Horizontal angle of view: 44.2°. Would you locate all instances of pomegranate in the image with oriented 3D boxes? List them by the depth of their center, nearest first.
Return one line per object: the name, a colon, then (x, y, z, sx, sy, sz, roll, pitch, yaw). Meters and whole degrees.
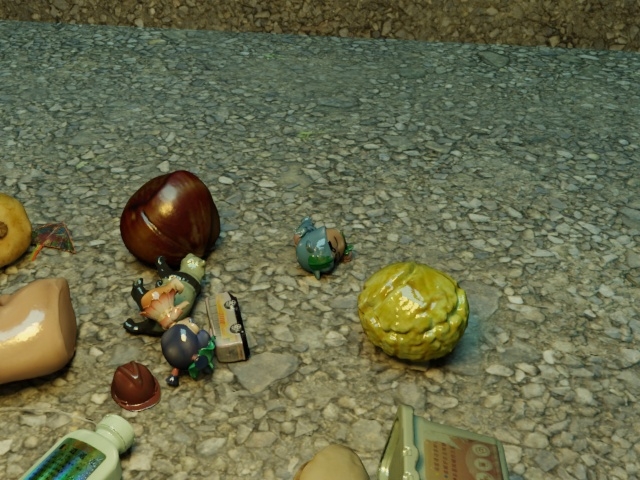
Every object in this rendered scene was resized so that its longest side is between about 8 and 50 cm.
pomegranate: (-0.740, -0.024, 1.764, 0.196, 0.196, 0.196, 1, 35, -1)

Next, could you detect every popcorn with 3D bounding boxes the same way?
popcorn: (0.182, 0.140, 1.563, 0.221, 0.183, 0.204, 25, 47, 28)

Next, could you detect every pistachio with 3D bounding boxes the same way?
pistachio: (0.013, 0.404, 1.210, 0.144, 0.144, 0.215, 4, 23, 4)

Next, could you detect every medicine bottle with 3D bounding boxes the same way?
medicine bottle: (-0.397, 0.379, 1.278, 0.121, 0.083, 0.229, 16, 39, 23)

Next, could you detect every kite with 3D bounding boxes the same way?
kite: (-0.655, 0.001, 1.877, 0.190, 0.010, 0.159, 9, 37, 14)

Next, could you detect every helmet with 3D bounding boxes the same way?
helmet: (-0.347, 0.261, 1.473, 0.089, 0.057, 0.111, -21, 40, -32)

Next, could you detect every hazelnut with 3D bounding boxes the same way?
hazelnut: (-0.339, -0.038, 1.796, 0.229, 0.229, 0.229, 1, 35, -1)

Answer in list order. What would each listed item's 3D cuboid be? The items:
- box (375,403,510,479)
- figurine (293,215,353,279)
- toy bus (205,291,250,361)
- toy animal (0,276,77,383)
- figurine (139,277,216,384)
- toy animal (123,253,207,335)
box: (0.188, 0.410, 1.182, 0.182, 0.175, 0.312, 12, 29, -3)
figurine: (0.003, 0.003, 1.822, 0.144, 0.114, 0.178, -8, 27, -16)
toy bus: (-0.192, 0.176, 1.604, 0.072, 0.057, 0.172, -12, 36, -9)
toy animal: (-0.591, 0.174, 1.476, 0.256, 0.195, 0.213, -14, 30, -16)
figurine: (-0.277, 0.177, 1.515, 0.195, 0.111, 0.102, 52, 38, 12)
toy animal: (-0.316, 0.107, 1.663, 0.121, 0.094, 0.225, 12, 36, 13)
